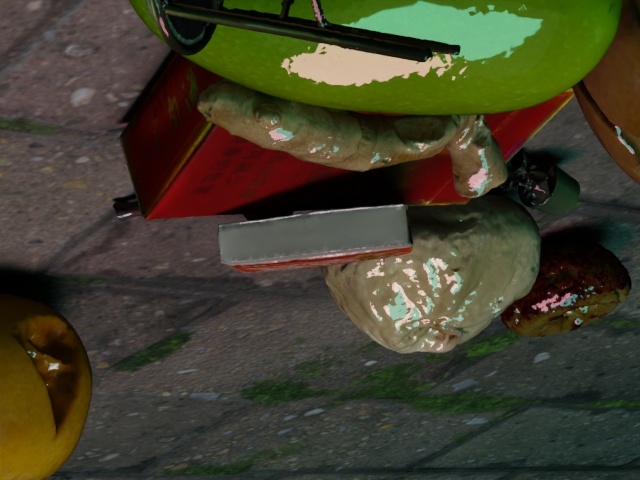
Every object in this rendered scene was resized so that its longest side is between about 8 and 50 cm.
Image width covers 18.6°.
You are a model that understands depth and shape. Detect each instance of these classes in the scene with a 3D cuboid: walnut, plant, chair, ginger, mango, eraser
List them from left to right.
[{"bbox_3d":[-0.337,0.159,1.854,0.253,0.182,0.365,-17,170,-6],"label":"mango"},{"bbox_3d":[-0.081,-0.183,1.147,0.325,0.160,0.170,3,-174,13],"label":"chair"},{"bbox_3d":[0.000,0.000,1.672,0.157,0.038,0.230,-6,177,2],"label":"eraser"},{"bbox_3d":[0.031,-0.078,1.428,0.288,0.075,0.089,5,179,-43],"label":"ginger"},{"bbox_3d":[0.035,-0.175,1.301,0.343,0.156,0.192,1,130,-12],"label":"mango"},{"bbox_3d":[0.200,-0.058,1.857,0.102,0.051,0.051,23,138,-38],"label":"plant"},{"bbox_3d":[0.279,-0.152,1.484,0.203,0.203,0.298,-22,138,15],"label":"walnut"}]

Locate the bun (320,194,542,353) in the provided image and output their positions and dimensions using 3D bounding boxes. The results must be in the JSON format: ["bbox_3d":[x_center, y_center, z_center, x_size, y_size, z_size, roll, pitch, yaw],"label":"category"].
[{"bbox_3d":[0.111,0.036,1.883,0.220,0.134,0.220,-8,164,-2],"label":"bun"}]

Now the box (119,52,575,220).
[{"bbox_3d":[0.023,-0.104,1.558,0.313,0.089,0.197,-2,152,-30],"label":"box"}]

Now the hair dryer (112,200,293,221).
[{"bbox_3d":[-0.104,-0.039,1.691,0.154,0.054,0.106,-16,155,11],"label":"hair dryer"}]

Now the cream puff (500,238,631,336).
[{"bbox_3d":[0.259,0.048,2.108,0.149,0.084,0.149,-14,162,-5],"label":"cream puff"}]
